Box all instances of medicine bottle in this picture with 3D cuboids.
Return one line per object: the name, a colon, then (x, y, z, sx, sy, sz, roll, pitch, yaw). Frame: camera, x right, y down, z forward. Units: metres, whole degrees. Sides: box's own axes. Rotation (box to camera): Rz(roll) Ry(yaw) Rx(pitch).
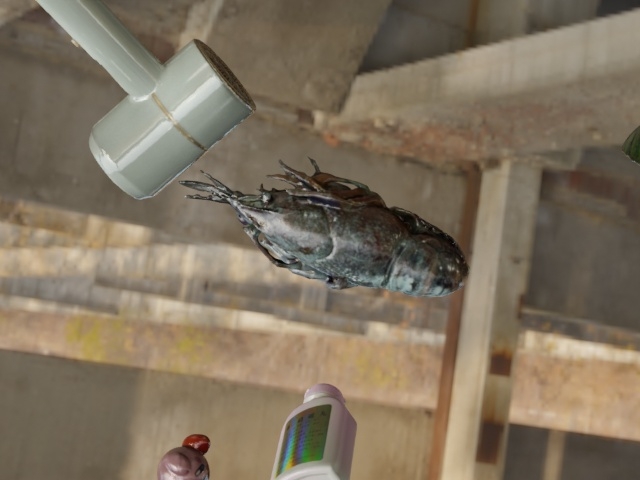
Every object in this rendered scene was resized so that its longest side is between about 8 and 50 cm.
medicine bottle: (-0.006, 0.300, 1.743, 0.115, 0.078, 0.219, -27, -157, 21)

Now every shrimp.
shrimp: (0.002, 0.001, 1.468, 0.372, 0.172, 0.137, 21, -149, 5)

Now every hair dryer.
hair dryer: (-0.244, -0.215, 1.261, 0.357, 0.173, 0.107, 47, -173, -28)

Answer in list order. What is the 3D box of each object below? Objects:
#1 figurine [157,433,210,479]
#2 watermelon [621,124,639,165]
figurine: (-0.172, 0.295, 1.479, 0.067, 0.083, 0.071, -1, -150, 12)
watermelon: (0.450, -0.098, 1.514, 0.181, 0.075, 0.092, 39, 162, 40)
